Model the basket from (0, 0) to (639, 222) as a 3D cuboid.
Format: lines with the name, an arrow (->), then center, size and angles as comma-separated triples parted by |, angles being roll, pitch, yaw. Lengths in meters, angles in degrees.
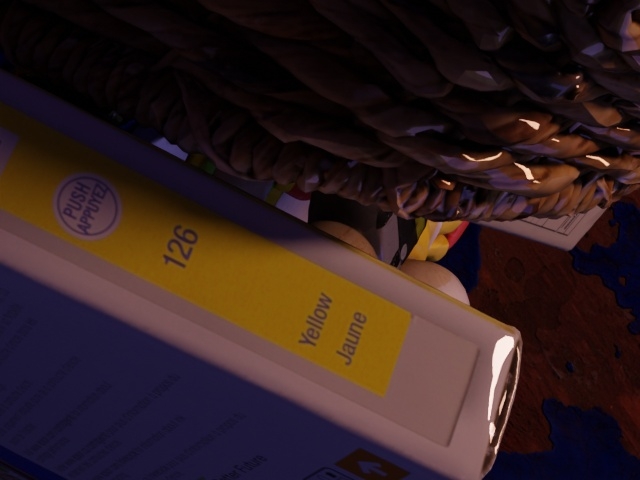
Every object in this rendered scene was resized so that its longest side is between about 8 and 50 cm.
basket -> 0.043, -0.098, 0.531 | 0.223, 0.213, 0.299 | -36, 177, 31

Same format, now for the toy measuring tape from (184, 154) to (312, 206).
toy measuring tape -> -0.057, -0.031, 0.930 | 0.121, 0.121, 0.330 | -36, -155, 44

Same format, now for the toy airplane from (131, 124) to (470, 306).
toy airplane -> 0.000, 0.000, 1.204 | 0.384, 0.272, 0.386 | -44, 161, -5

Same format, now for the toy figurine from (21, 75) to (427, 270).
toy figurine -> -0.071, -0.015, 0.688 | 0.209, 0.213, 0.148 | -36, -168, 41

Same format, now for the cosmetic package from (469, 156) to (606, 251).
cosmetic package -> 0.101, -0.100, 0.911 | 0.153, 0.129, 0.296 | -54, 153, 11

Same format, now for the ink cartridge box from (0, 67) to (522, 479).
ink cartridge box -> -0.137, 0.031, 0.531 | 0.303, 0.307, 0.072 | -37, -153, 60
